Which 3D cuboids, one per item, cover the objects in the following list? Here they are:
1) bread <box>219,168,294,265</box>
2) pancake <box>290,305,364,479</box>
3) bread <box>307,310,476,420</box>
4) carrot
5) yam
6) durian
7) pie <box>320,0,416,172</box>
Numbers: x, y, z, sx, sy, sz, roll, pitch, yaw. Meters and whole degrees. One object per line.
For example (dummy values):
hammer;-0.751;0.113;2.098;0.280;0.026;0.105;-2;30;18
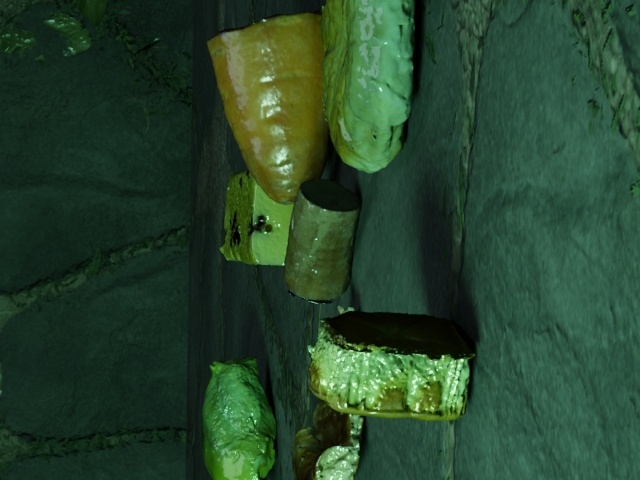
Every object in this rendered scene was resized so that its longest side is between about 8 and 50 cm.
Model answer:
bread;-0.083;-0.033;2.231;0.361;0.077;0.138;179;93;-80
pancake;0.005;0.185;1.770;0.266;0.057;0.244;-131;44;-76
bread;0.055;0.102;1.308;0.140;0.128;0.069;-132;49;-74
carrot;-0.041;-0.156;1.897;0.159;0.159;0.225;160;100;-79
yam;0.002;-0.001;1.768;0.084;0.084;0.127;-104;22;-55
durian;-0.120;0.283;2.324;0.139;0.101;0.250;108;161;-56
pie;0.046;-0.214;1.565;0.306;0.071;0.306;-179;90;-83
